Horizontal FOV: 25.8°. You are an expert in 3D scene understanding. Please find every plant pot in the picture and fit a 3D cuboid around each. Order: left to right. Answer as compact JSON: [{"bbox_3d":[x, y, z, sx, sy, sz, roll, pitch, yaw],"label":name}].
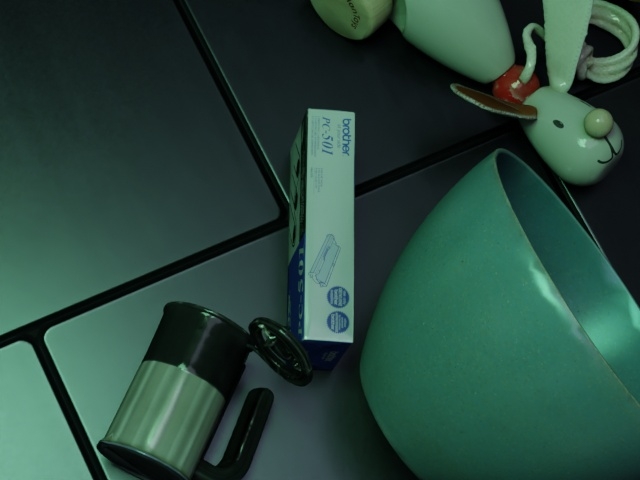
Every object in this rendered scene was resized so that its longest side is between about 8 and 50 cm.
[{"bbox_3d":[0.148,0.099,1.133,0.195,0.290,0.290,-35,78,18],"label":"plant pot"}]

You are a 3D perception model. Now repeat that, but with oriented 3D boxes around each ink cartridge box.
[{"bbox_3d":[0.000,0.000,1.208,0.046,0.097,0.207,4,71,-9],"label":"ink cartridge box"}]

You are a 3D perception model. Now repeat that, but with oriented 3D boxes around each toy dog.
[{"bbox_3d":[0.155,-0.207,1.275,0.334,0.161,0.220,25,69,-1],"label":"toy dog"}]

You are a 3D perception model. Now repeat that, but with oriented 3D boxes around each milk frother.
[{"bbox_3d":[-0.089,0.127,1.122,0.129,0.143,0.134,27,66,-8],"label":"milk frother"}]
